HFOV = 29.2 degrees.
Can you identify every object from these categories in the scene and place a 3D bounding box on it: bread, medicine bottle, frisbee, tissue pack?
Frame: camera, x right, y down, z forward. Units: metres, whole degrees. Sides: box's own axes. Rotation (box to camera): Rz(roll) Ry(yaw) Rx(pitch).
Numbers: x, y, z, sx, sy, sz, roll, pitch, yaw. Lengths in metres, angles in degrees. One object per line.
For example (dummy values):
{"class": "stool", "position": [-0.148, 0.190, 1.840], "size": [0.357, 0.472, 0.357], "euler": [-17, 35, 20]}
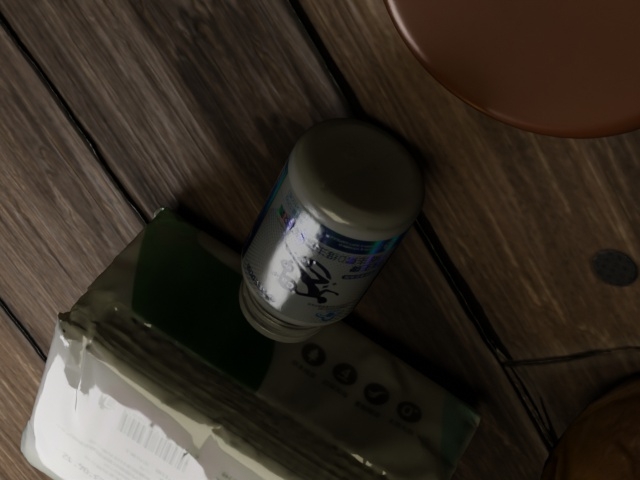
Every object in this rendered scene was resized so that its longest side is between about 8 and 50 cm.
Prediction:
{"class": "bread", "position": [0.254, 0.200, 0.929], "size": [0.104, 0.199, 0.199], "euler": [45, 138, -17]}
{"class": "medicine bottle", "position": [0.000, 0.000, 0.974], "size": [0.107, 0.107, 0.191], "euler": [33, 139, 2]}
{"class": "frisbee", "position": [0.145, -0.168, 0.789], "size": [0.251, 0.021, 0.251], "euler": [19, 137, 20]}
{"class": "tissue pack", "position": [-0.075, 0.178, 1.125], "size": [0.356, 0.194, 0.266], "euler": [32, 137, 5]}
